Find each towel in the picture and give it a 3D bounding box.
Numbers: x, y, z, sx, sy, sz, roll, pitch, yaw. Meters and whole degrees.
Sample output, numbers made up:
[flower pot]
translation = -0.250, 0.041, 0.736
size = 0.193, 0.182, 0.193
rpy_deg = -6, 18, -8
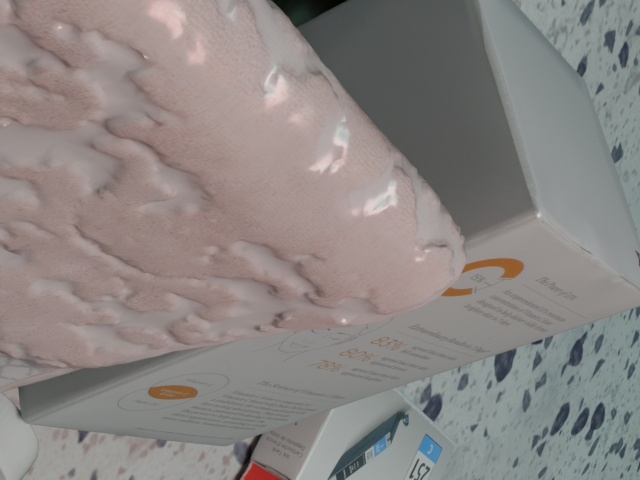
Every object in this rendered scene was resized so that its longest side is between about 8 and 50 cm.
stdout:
[towel]
translation = -0.153, -0.030, 0.387
size = 0.332, 0.317, 0.053
rpy_deg = 43, 38, -47

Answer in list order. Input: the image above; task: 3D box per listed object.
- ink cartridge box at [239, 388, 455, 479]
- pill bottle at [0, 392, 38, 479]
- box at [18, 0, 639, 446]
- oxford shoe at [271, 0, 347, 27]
[ink cartridge box]
translation = 0.015, 0.273, 1.111
size = 0.261, 0.066, 0.296
rpy_deg = -61, 144, -13
[pill bottle]
translation = -0.264, 0.179, 0.605
size = 0.221, 0.121, 0.121
rpy_deg = -58, 147, -42
[box]
translation = 0.000, 0.000, 0.682
size = 0.215, 0.345, 0.168
rpy_deg = 24, 49, -56
[oxford shoe]
translation = 0.057, -0.242, 0.801
size = 0.449, 0.169, 0.130
rpy_deg = -62, -173, -7
